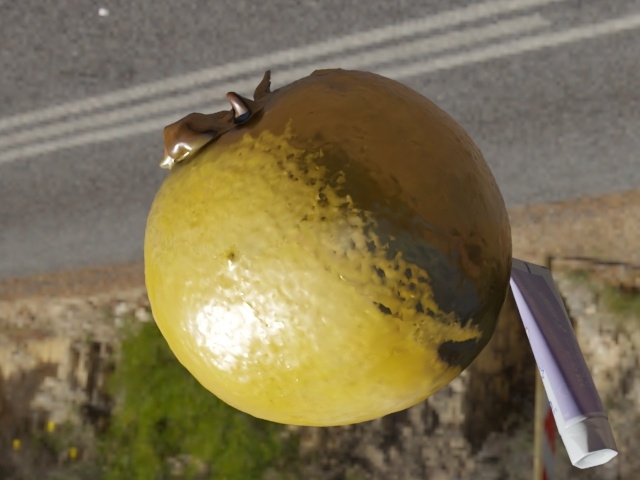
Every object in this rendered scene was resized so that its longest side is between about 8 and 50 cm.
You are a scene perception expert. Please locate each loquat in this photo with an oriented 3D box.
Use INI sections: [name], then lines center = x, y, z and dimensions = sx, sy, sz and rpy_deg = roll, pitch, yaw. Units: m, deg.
[loquat]
center = 0.000, 0.000, 0.919
dimensions = 0.275, 0.274, 0.275
rpy_deg = 3, 170, 1

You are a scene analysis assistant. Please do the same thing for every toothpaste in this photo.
[toothpaste]
center = 0.393, 0.186, 2.076
dimensions = 0.125, 0.371, 0.080
rpy_deg = 13, 141, -39
